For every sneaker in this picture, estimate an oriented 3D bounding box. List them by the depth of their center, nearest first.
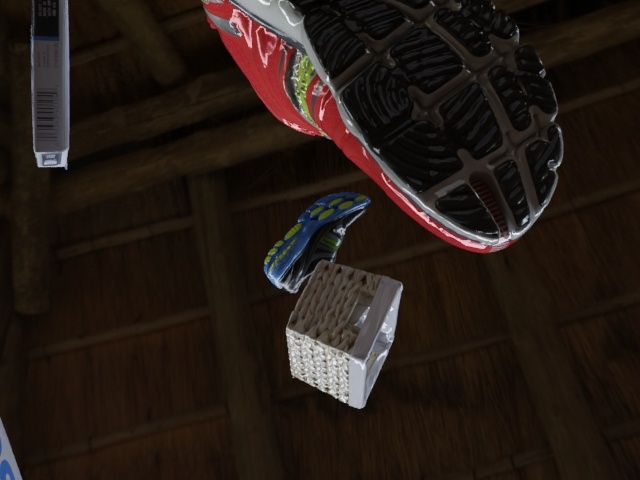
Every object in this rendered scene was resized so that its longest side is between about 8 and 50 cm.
[{"bbox_3d":[0.023,-0.092,0.488,0.107,0.279,0.118,-29,-29,-19],"label":"sneaker"},{"bbox_3d":[0.000,0.000,1.278,0.188,0.067,0.078,-45,-55,-12],"label":"sneaker"}]

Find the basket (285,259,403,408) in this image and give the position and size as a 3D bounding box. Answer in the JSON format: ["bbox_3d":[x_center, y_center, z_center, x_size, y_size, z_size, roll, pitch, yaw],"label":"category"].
[{"bbox_3d":[0.027,0.110,1.050,0.103,0.167,0.113,21,-117,12],"label":"basket"}]

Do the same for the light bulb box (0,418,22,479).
[{"bbox_3d":[-0.357,0.159,0.335,0.357,0.361,0.225,-11,-75,5],"label":"light bulb box"}]

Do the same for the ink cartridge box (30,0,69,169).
[{"bbox_3d":[-0.333,-0.197,1.085,0.045,0.208,0.206,-1,-92,-16],"label":"ink cartridge box"}]
